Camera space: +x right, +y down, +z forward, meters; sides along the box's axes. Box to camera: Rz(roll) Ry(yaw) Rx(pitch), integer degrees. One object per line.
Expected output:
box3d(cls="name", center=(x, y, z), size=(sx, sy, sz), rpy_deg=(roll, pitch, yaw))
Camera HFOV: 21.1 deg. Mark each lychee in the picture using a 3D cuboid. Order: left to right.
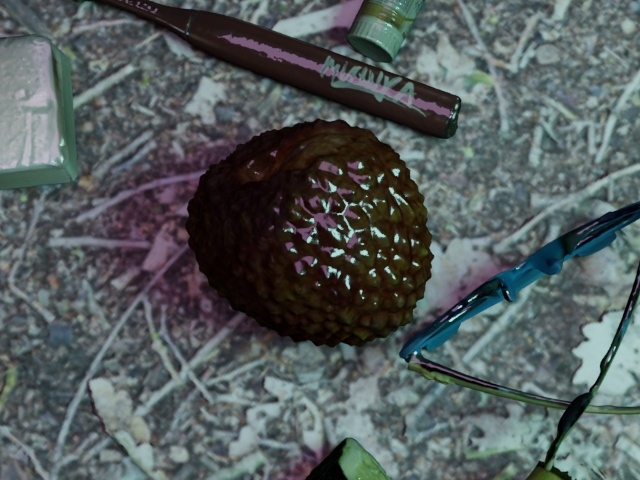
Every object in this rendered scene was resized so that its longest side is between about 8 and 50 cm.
box3d(cls="lychee", center=(0.000, 0.000, 1.355), size=(0.188, 0.188, 0.188), rpy_deg=(0, 76, 1))

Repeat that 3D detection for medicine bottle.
box3d(cls="medicine bottle", center=(0.059, -0.198, 1.462), size=(0.047, 0.047, 0.083), rpy_deg=(24, 77, 7))

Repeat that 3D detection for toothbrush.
box3d(cls="toothbrush", center=(-0.054, -0.161, 1.460), size=(0.364, 0.041, 0.041), rpy_deg=(20, 77, 7))

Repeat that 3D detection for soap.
box3d(cls="soap", center=(-0.300, -0.103, 1.437), size=(0.183, 0.064, 0.121), rpy_deg=(-6, 77, 0))

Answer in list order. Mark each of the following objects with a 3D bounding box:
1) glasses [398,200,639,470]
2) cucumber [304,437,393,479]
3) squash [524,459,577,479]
box3d(cls="glasses", center=(0.195, 0.069, 1.319), size=(0.239, 0.102, 0.207), rpy_deg=(-32, 47, -8))
box3d(cls="cucumber", center=(-0.033, 0.261, 1.336), size=(0.074, 0.074, 0.241), rpy_deg=(42, 83, 11))
box3d(cls="squash", center=(0.139, 0.297, 1.293), size=(0.132, 0.132, 0.247), rpy_deg=(40, 81, 10))
